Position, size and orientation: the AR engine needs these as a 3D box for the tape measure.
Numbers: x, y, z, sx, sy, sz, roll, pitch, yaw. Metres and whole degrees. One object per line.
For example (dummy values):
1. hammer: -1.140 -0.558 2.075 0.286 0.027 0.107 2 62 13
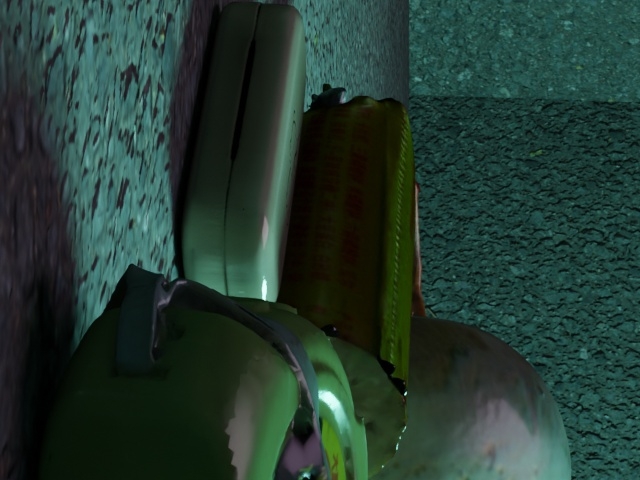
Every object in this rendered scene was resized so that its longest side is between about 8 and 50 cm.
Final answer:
1. tape measure: -0.046 0.107 0.670 0.175 0.106 0.200 -3 93 -71

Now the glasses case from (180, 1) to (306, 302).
1. glasses case: -0.039 -0.048 0.983 0.083 0.050 0.196 90 5 -49

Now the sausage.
1. sausage: 0.001 -0.002 1.091 0.125 0.117 0.317 -51 -159 36

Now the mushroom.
1. mushroom: 0.031 0.154 1.196 0.243 0.243 0.243 2 90 -85

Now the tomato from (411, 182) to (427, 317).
1. tomato: 0.011 0.005 1.337 0.228 0.101 0.228 -5 90 -77
